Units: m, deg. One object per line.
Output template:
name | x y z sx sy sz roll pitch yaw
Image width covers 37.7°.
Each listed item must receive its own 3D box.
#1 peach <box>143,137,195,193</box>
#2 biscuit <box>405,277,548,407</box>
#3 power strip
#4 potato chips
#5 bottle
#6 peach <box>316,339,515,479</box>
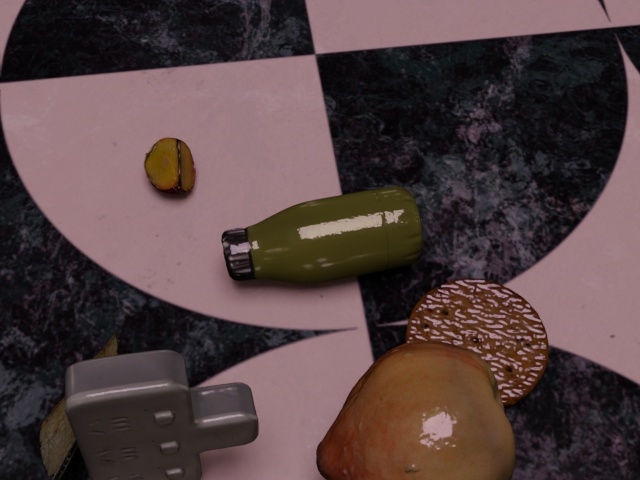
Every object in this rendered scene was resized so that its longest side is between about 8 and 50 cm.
peach | -0.210 -0.103 1.348 0.083 0.050 0.077 38 87 32
biscuit | 0.202 0.133 1.218 0.187 0.027 0.188 0 58 0
power strip | -0.166 0.203 1.024 0.193 0.265 0.059 -8 55 -9
potato chips | -0.292 0.201 1.130 0.142 0.026 0.209 -36 30 22
bottle | 0.000 0.000 1.250 0.260 0.112 0.112 -10 58 -7
peach | 0.102 0.220 1.055 0.232 0.232 0.233 1 57 -1
